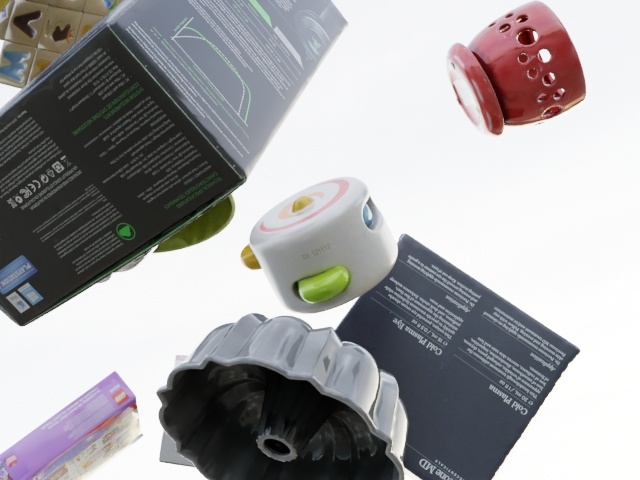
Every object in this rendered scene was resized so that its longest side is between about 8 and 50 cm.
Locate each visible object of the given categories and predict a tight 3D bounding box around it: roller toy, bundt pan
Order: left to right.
[{"bbox_3d":[-0.035,0.217,1.349,0.330,0.124,0.331,14,-44,14],"label":"bundt pan"},{"bbox_3d":[0.000,0.000,1.536,0.191,0.209,0.146,-37,-70,-25],"label":"roller toy"}]

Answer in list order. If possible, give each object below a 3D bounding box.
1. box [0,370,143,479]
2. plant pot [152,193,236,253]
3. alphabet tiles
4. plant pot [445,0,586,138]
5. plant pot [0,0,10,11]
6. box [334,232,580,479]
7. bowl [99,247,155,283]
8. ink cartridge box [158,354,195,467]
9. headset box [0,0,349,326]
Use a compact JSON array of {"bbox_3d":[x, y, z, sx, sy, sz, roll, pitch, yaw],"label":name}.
[{"bbox_3d":[-0.398,0.329,1.565,0.293,0.057,0.201,-36,-17,-22],"label":"box"},{"bbox_3d":[-0.286,-0.168,1.723,0.274,0.294,0.275,-6,-27,-3],"label":"plant pot"},{"bbox_3d":[-0.288,-0.314,1.336,0.342,0.285,0.011,16,-1,25],"label":"alphabet tiles"},{"bbox_3d":[0.310,-0.265,1.717,0.174,0.191,0.191,-28,-41,-2],"label":"plant pot"},{"bbox_3d":[-0.448,-0.349,1.213,0.254,0.239,0.254,-9,-70,-26],"label":"plant pot"},{"bbox_3d":[0.187,0.222,1.739,0.312,0.343,0.179,-52,-14,-11],"label":"box"},{"bbox_3d":[-0.240,-0.007,1.087,0.170,0.080,0.170,10,-27,5],"label":"bowl"},{"bbox_3d":[-0.202,0.260,1.641,0.072,0.175,0.127,10,-84,-7],"label":"ink cartridge box"},{"bbox_3d":[-0.135,-0.106,0.809,0.246,0.283,0.131,-30,-70,32],"label":"headset box"}]
